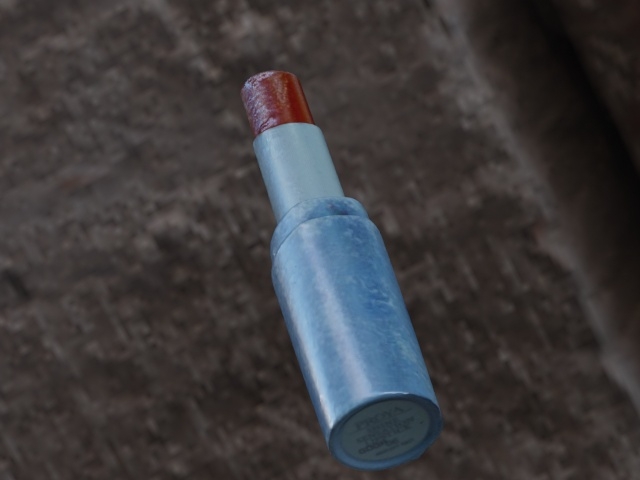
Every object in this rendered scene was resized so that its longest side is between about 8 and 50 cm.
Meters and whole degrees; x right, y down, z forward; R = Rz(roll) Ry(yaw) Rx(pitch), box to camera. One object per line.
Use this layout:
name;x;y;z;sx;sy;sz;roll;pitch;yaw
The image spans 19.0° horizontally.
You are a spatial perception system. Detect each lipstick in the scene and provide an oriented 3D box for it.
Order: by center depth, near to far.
lipstick;0.000;0.000;1.021;0.061;0.068;0.274;-5;45;-13
